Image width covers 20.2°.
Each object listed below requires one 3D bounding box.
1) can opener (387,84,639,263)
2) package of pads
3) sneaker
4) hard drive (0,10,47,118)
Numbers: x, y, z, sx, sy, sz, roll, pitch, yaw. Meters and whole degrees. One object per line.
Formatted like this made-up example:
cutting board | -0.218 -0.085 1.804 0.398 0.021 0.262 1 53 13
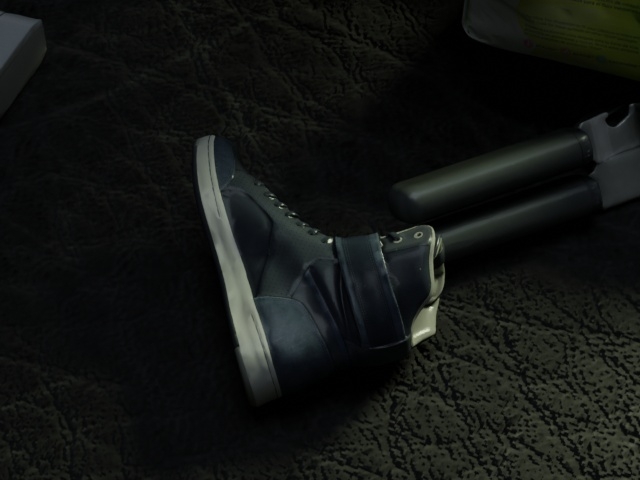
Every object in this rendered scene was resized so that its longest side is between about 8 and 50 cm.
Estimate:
can opener | 0.178 -0.050 1.376 0.280 0.074 0.093 -20 15 -21
package of pads | 0.282 -0.197 1.436 0.297 0.101 0.229 15 25 18
sneaker | 0.000 0.002 1.293 0.163 0.086 0.226 -17 57 -1
hard drive | -0.435 -0.136 1.472 0.353 0.047 0.233 13 47 14
